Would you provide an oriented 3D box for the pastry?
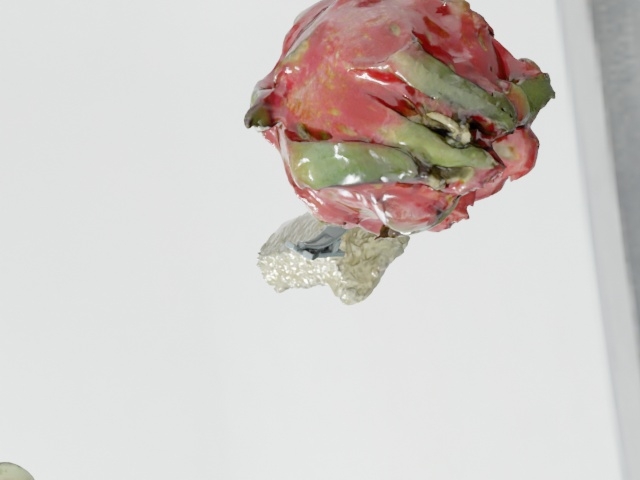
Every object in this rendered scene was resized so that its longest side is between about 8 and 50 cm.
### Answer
[{"bbox_3d":[0.009,0.013,1.834,0.089,0.121,0.258,42,168,-14],"label":"pastry"}]

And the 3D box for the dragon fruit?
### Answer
[{"bbox_3d":[0.071,-0.112,1.404,0.237,0.231,0.303,42,172,-25],"label":"dragon fruit"}]

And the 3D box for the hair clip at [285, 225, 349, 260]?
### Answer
[{"bbox_3d":[-0.001,-0.001,1.532,0.115,0.030,0.039,-19,-52,-71],"label":"hair clip"}]

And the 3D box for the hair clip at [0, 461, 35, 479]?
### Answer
[{"bbox_3d":[-0.306,0.289,1.429,0.071,0.159,0.218,-54,7,37],"label":"hair clip"}]
